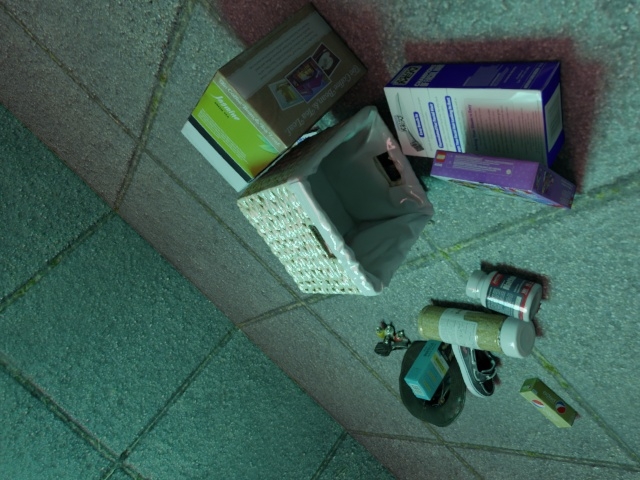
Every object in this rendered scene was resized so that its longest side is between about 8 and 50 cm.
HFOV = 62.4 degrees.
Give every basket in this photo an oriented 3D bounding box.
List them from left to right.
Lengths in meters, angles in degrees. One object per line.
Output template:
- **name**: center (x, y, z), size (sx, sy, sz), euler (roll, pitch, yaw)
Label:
- **basket**: center (0.040, -0.079, 1.264), size (0.266, 0.331, 0.328), euler (-12, 119, 47)

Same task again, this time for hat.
- **hat**: center (0.451, 0.532, 1.993), size (0.134, 0.331, 0.331), euler (5, 172, -35)

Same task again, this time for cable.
- **cable**: center (0.289, 0.417, 2.160), size (0.139, 0.072, 0.287), euler (15, 158, 11)

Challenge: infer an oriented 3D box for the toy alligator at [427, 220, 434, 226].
- **toy alligator**: center (0.243, -0.043, 1.555), size (0.190, 0.051, 0.056), euler (7, 137, 45)

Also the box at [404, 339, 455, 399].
- **box**: center (0.389, 0.415, 1.811), size (0.060, 0.244, 0.100), euler (-2, 130, 50)

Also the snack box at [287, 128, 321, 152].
- **snack box**: center (-0.048, -0.290, 1.589), size (0.178, 0.022, 0.064), euler (-1, 129, 51)

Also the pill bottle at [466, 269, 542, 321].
- **pill bottle**: center (0.500, 0.144, 1.449), size (0.180, 0.108, 0.108), euler (18, 144, 34)

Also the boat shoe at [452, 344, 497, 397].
- **boat shoe**: center (0.548, 0.430, 1.800), size (0.102, 0.108, 0.301), euler (3, 127, 50)

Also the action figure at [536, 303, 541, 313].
- **action figure**: center (0.561, 0.171, 1.499), size (0.115, 0.030, 0.038), euler (26, 153, 29)

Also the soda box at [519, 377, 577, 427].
- **soda box**: center (0.751, 0.536, 1.744), size (0.181, 0.058, 0.061), euler (42, 151, -1)

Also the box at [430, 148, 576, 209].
- **box**: center (0.384, -0.123, 1.088), size (0.201, 0.057, 0.293), euler (16, -174, 37)

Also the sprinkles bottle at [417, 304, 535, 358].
- **sprinkles bottle**: center (0.475, 0.277, 1.647), size (0.355, 0.121, 0.121), euler (1, 133, 49)

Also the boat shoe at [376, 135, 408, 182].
- **boat shoe**: center (0.185, -0.193, 1.370), size (0.285, 0.103, 0.092), euler (55, 153, -13)

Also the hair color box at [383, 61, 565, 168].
- **hair color box**: center (0.317, -0.265, 1.107), size (0.339, 0.110, 0.185), euler (13, 143, 37)

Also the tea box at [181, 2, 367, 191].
- **tea box**: center (-0.118, -0.337, 1.293), size (0.220, 0.329, 0.323), euler (47, 149, -11)
